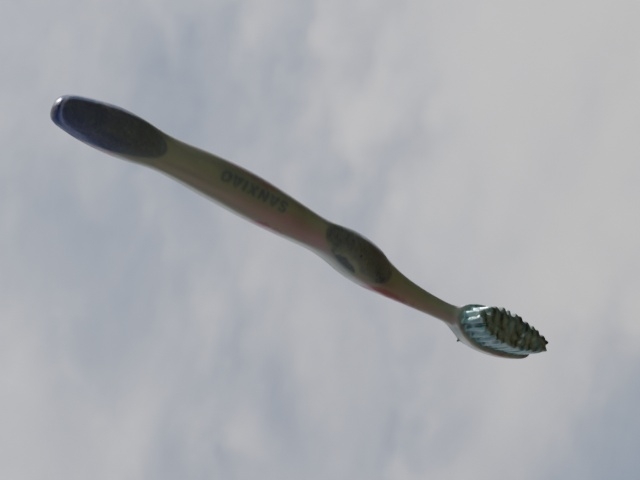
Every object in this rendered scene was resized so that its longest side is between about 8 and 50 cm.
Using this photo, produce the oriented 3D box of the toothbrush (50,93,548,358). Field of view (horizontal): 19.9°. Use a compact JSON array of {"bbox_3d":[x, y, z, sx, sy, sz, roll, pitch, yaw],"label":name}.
[{"bbox_3d":[0.000,0.000,0.761,0.269,0.027,0.021,27,-120,-35],"label":"toothbrush"}]
